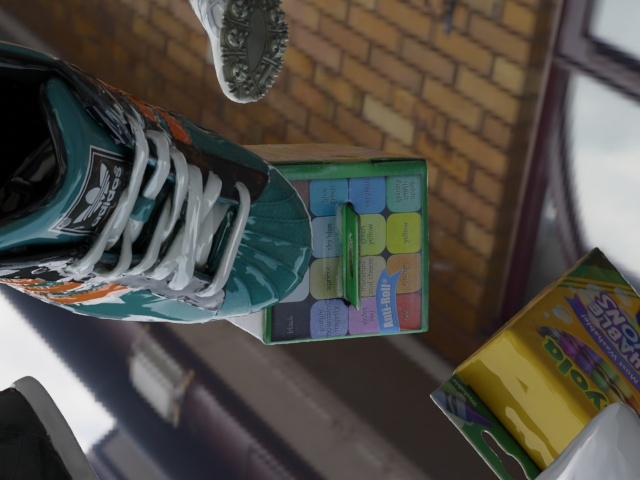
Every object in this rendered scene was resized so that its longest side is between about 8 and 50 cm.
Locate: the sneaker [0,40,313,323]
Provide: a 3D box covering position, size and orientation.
[{"bbox_3d":[-0.108,-0.018,0.655,0.302,0.108,0.121,18,-178,-38],"label":"sneaker"}]

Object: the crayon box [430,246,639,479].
[{"bbox_3d":[0.257,0.146,1.469,0.203,0.083,0.323,50,-148,5],"label":"crayon box"}]

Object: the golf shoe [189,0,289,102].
[{"bbox_3d":[-0.076,-0.197,1.315,0.069,0.176,0.086,10,164,-38],"label":"golf shoe"}]

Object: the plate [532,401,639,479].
[{"bbox_3d":[0.155,0.248,0.765,0.045,0.278,0.277,-20,-109,-20],"label":"plate"}]

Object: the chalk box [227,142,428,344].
[{"bbox_3d":[0.000,0.000,1.141,0.132,0.132,0.213,-3,-171,-22],"label":"chalk box"}]

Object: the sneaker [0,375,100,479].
[{"bbox_3d":[-0.193,0.220,0.999,0.147,0.104,0.296,-23,-133,-23],"label":"sneaker"}]
